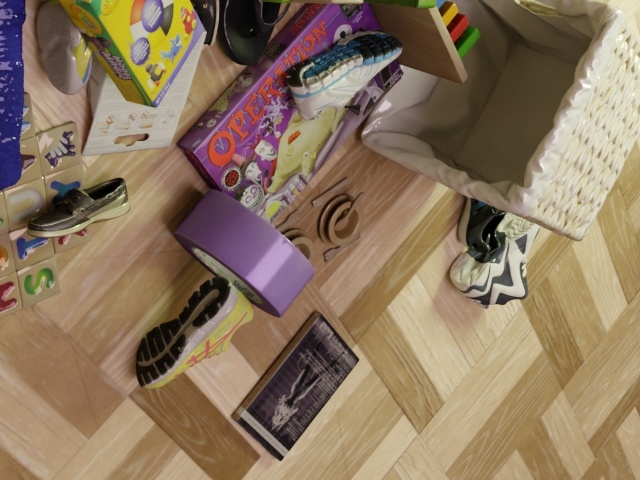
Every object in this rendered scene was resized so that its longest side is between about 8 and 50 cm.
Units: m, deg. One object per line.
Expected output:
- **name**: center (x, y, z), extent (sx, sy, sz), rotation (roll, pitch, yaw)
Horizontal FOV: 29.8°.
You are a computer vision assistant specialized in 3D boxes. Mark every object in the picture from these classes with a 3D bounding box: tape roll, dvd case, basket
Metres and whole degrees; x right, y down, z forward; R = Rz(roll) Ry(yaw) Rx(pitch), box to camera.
- **tape roll**: center (-0.105, 0.019, 1.658), extent (0.080, 0.189, 0.189), rotation (-51, 138, -11)
- **dvd case**: center (-0.037, 0.242, 1.983), extent (0.221, 0.018, 0.164), rotation (-52, 140, -13)
- **basket**: center (0.302, -0.205, 1.850), extent (0.266, 0.328, 0.331), rotation (25, 92, -51)

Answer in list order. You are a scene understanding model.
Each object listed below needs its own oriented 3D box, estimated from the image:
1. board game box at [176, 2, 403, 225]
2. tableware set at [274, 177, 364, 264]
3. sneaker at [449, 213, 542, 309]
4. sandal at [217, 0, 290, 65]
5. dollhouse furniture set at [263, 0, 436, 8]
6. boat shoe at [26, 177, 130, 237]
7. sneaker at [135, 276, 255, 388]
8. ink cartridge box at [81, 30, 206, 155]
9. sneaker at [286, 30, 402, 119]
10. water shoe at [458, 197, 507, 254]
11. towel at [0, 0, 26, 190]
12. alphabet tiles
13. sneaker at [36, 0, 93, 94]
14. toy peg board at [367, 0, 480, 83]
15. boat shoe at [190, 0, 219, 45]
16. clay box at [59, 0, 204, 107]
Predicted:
- **board game box**: center (-0.034, -0.192, 1.726), extent (0.347, 0.056, 0.208), rotation (-50, 134, -13)
- **tableware set**: center (0.000, 0.000, 1.870), extent (0.194, 0.039, 0.128), rotation (-36, 133, -27)
- **sneaker**: center (0.351, 0.032, 2.208), extent (0.235, 0.094, 0.153), rotation (-51, 140, -12)
- **sandal**: center (-0.066, -0.354, 1.594), extent (0.097, 0.054, 0.254), rotation (14, 101, -48)
- **dollhouse furniture set**: center (0.038, -0.452, 1.531), extent (0.198, 0.151, 0.301), rotation (-11, 108, -45)
- **boat shoe**: center (-0.305, -0.043, 1.510), extent (0.152, 0.056, 0.049), rotation (-26, 124, -47)
- **sneaker**: center (-0.174, 0.145, 1.699), extent (0.208, 0.081, 0.094), rotation (-41, 139, 17)
- **ink cartridge box**: center (-0.233, -0.197, 1.536), extent (0.145, 0.045, 0.179), rotation (-11, 137, -43)
- **sneaker**: center (0.035, -0.231, 1.698), extent (0.191, 0.071, 0.083), rotation (-28, 136, -22)
- **water shoe**: center (0.299, -0.075, 2.104), extent (0.073, 0.080, 0.203), rotation (-17, 123, -40)
- **towel**: center (-0.428, -0.192, 1.271), extent (0.228, 0.076, 0.308), rotation (-8, 121, -27)
- **alphabet tiles**: center (-0.430, -0.016, 1.441), extent (0.343, 0.011, 0.285), rotation (-25, 128, -35)
- **sneaker**: center (-0.258, -0.291, 1.405), extent (0.126, 0.091, 0.240), rotation (-14, 120, -42)
- **toy peg board**: center (0.144, -0.326, 1.745), extent (0.079, 0.161, 0.160), rotation (-51, 138, -16)
- **boat shoe**: center (-0.149, -0.314, 1.544), extent (0.042, 0.049, 0.133), rotation (-3, 124, -15)
- **clay box**: center (-0.216, -0.268, 1.367), extent (0.127, 0.053, 0.222), rotation (-63, 153, -21)
